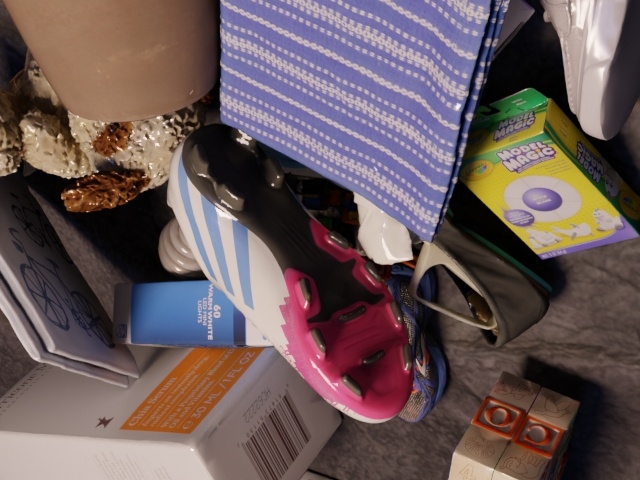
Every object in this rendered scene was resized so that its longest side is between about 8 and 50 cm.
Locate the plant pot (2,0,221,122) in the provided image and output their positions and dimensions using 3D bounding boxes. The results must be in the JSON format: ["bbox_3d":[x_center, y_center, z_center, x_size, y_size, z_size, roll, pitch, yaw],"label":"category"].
[{"bbox_3d":[-0.179,-0.236,0.864,0.263,0.263,0.229,14,130,27],"label":"plant pot"}]

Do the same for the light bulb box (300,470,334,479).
[{"bbox_3d":[-0.181,0.480,1.382,0.358,0.361,0.225,13,130,28],"label":"light bulb box"}]

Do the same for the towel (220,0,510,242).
[{"bbox_3d":[0.015,-0.157,0.764,0.243,0.040,0.336,30,146,18],"label":"towel"}]

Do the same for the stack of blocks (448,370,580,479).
[{"bbox_3d":[0.200,0.285,1.087,0.087,0.171,0.297,21,133,21],"label":"stack of blocks"}]

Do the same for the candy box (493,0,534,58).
[{"bbox_3d":[0.061,-0.180,0.831,0.165,0.070,0.196,41,162,0],"label":"candy box"}]

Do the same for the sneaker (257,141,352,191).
[{"bbox_3d":[0.001,-0.103,1.007,0.162,0.063,0.073,15,120,14],"label":"sneaker"}]

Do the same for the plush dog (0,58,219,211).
[{"bbox_3d":[-0.223,-0.131,1.048,0.225,0.262,0.210,25,169,30],"label":"plush dog"}]

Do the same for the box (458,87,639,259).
[{"bbox_3d":[0.190,-0.056,0.867,0.105,0.043,0.179,-18,132,43],"label":"box"}]

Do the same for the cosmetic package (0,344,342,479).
[{"bbox_3d":[-0.228,0.246,1.323,0.453,0.230,0.161,-7,119,38],"label":"cosmetic package"}]

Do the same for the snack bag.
[{"bbox_3d":[-0.342,0.012,1.151,0.342,0.037,0.323,56,178,13],"label":"snack bag"}]

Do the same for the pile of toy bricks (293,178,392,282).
[{"bbox_3d":[0.000,0.000,1.067,0.212,0.118,0.105,3,164,22],"label":"pile of toy bricks"}]

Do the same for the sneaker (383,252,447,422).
[{"bbox_3d":[0.082,0.119,1.098,0.083,0.087,0.221,9,128,31],"label":"sneaker"}]

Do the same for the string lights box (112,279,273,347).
[{"bbox_3d":[-0.106,0.087,1.165,0.260,0.133,0.076,-4,82,38],"label":"string lights box"}]

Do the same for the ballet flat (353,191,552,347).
[{"bbox_3d":[0.102,0.003,0.939,0.280,0.096,0.095,41,177,-13],"label":"ballet flat"}]

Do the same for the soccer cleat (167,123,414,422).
[{"bbox_3d":[-0.034,0.037,0.959,0.331,0.116,0.143,55,147,11],"label":"soccer cleat"}]

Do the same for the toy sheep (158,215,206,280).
[{"bbox_3d":[-0.146,0.005,1.174,0.091,0.091,0.132,38,143,4],"label":"toy sheep"}]

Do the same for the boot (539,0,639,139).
[{"bbox_3d":[0.191,-0.209,0.765,0.123,0.095,0.258,22,130,34],"label":"boot"}]

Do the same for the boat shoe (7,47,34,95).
[{"bbox_3d":[-0.343,-0.173,1.185,0.059,0.063,0.170,26,136,8],"label":"boat shoe"}]
